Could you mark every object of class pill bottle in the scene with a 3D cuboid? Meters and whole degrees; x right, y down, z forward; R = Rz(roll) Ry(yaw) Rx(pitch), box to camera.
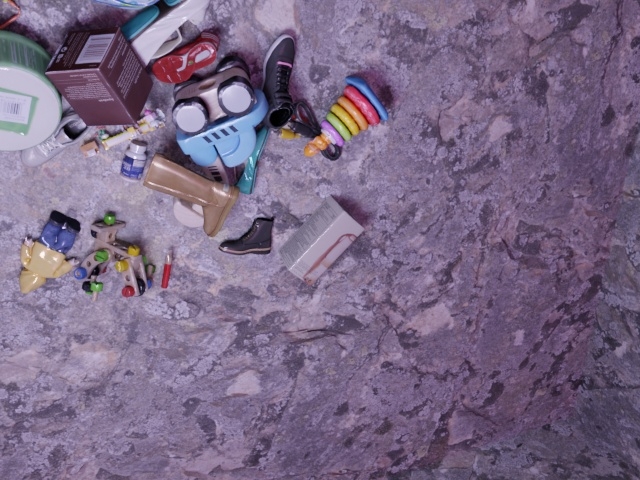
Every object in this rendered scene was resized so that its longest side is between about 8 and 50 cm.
[{"bbox_3d":[-0.587,-0.249,1.778,0.067,0.067,0.120,12,112,-26],"label":"pill bottle"}]

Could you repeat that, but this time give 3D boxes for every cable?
[{"bbox_3d":[-0.037,-0.379,1.941,0.287,0.072,0.140,21,91,-41],"label":"cable"}]

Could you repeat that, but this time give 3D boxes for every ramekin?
[{"bbox_3d":[-0.844,-0.385,1.505,0.303,0.148,0.303,-18,142,-15],"label":"ramekin"}]

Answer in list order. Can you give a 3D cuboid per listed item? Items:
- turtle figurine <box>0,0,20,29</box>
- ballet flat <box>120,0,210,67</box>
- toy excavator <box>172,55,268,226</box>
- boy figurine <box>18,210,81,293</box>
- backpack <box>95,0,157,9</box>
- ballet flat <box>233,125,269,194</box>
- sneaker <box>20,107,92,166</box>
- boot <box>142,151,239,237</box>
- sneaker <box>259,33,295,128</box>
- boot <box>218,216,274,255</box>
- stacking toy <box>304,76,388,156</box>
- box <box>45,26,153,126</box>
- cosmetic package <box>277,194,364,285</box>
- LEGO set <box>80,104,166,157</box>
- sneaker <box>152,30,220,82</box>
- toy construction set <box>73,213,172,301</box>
[{"bbox_3d":[-0.916,-0.630,1.411,0.269,0.087,0.217,-25,117,-29],"label":"turtle figurine"},{"bbox_3d":[-0.419,-0.641,1.613,0.400,0.139,0.139,-38,123,7],"label":"ballet flat"},{"bbox_3d":[-0.334,-0.280,1.776,0.432,0.222,0.445,-22,127,3],"label":"toy excavator"},{"bbox_3d":[-0.876,0.054,1.818,0.177,0.092,0.285,26,106,-30],"label":"boy figurine"},{"bbox_3d":[-0.554,-0.742,1.440,0.355,0.273,0.290,25,89,-42],"label":"backpack"},{"bbox_3d":[-0.240,-0.274,1.891,0.087,0.083,0.247,14,110,-11],"label":"ballet flat"},{"bbox_3d":[-0.771,-0.301,1.649,0.262,0.121,0.099,-38,122,2],"label":"sneaker"},{"bbox_3d":[-0.411,-0.137,1.735,0.269,0.089,0.236,20,130,-20],"label":"boot"},{"bbox_3d":[-0.119,-0.484,1.770,0.104,0.147,0.296,3,119,-40],"label":"sneaker"},{"bbox_3d":[-0.264,-0.023,2.026,0.197,0.077,0.137,-3,114,-34],"label":"boot"},{"bbox_3d":[0.063,-0.382,1.879,0.302,0.175,0.166,-43,121,1],"label":"stacking toy"},{"bbox_3d":[-0.596,-0.443,1.544,0.167,0.169,0.203,1,147,15],"label":"box"},{"bbox_3d":[0.000,0.000,2.083,0.296,0.153,0.129,-46,124,9],"label":"cosmetic package"},{"bbox_3d":[-0.599,-0.351,1.701,0.287,0.132,0.107,-18,107,15],"label":"LEGO set"},{"bbox_3d":[-0.390,-0.548,1.686,0.221,0.128,0.087,-11,128,20],"label":"sneaker"},{"bbox_3d":[-0.630,0.043,1.851,0.308,0.257,0.237,3,104,-44],"label":"toy construction set"}]
